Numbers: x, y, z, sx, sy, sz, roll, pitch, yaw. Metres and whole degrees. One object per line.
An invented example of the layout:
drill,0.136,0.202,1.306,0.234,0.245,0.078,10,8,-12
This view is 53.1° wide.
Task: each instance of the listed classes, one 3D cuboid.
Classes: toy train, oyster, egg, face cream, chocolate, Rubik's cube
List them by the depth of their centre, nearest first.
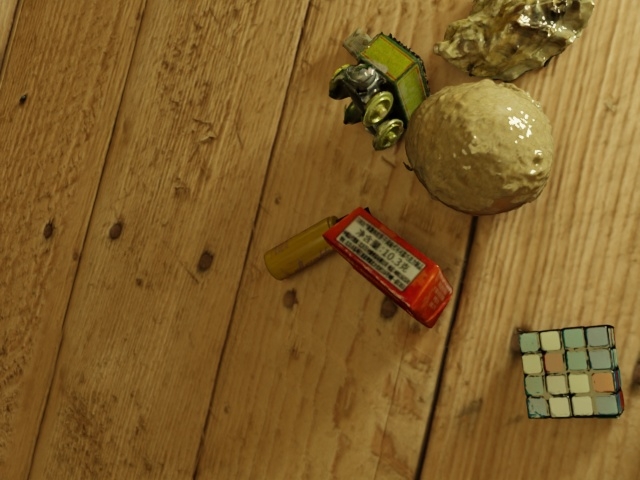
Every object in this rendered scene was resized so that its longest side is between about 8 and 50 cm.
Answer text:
Rubik's cube,0.451,0.234,1.145,0.151,0.155,0.154,-10,77,26
egg,0.302,-0.178,1.234,0.279,0.279,0.310,-50,52,12
chocolate,0.146,0.056,1.294,0.237,0.235,0.108,41,91,27
oyster,0.394,-0.464,1.306,0.352,0.115,0.237,-25,71,22
toy train,0.130,-0.307,1.347,0.177,0.261,0.134,-45,65,0
face cream,0.000,0.000,1.461,0.273,0.078,0.078,-29,70,20

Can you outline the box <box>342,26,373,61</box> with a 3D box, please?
box,0.104,-0.443,1.495,0.062,0.045,0.098,-46,64,13
